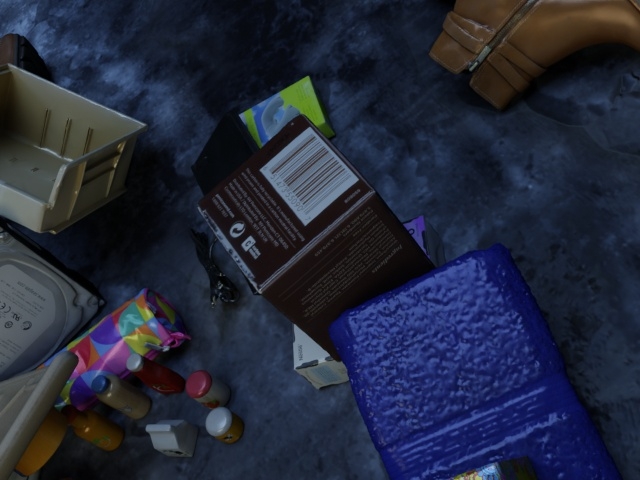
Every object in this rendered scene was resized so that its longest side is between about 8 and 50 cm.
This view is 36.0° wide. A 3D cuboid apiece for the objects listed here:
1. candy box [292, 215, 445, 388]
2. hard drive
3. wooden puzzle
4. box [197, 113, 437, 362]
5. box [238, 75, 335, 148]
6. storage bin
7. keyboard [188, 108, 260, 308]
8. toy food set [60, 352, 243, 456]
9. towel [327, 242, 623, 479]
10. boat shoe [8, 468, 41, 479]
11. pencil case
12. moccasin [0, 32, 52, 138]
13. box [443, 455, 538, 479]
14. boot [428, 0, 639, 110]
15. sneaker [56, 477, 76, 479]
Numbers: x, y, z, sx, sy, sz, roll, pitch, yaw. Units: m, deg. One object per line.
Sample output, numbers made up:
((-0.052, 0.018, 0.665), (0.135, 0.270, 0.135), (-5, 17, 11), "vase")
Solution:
((0.062, 0.080, 1.242), (0.196, 0.070, 0.165), (-19, 54, 20), "candy box")
((-0.511, 0.144, 1.431), (0.339, 0.237, 0.064), (-44, 46, -1), "hard drive")
((-0.443, 0.315, 1.249), (0.347, 0.080, 0.322), (-27, 30, 47), "wooden puzzle")
((0.000, 0.000, 1.147), (0.167, 0.203, 0.168), (-41, 49, 1), "box")
((-0.074, -0.162, 1.489), (0.178, 0.042, 0.109), (-28, 51, 12), "box")
((-0.450, -0.144, 1.496), (0.262, 0.260, 0.123), (25, 115, 9), "storage bin")
((-0.123, -0.032, 1.402), (0.202, 0.033, 0.317), (-55, 39, 22), "keyboard")
((-0.221, 0.216, 1.302), (0.232, 0.104, 0.111), (-5, 60, 28), "toy food set")
((0.163, 0.183, 1.058), (0.227, 0.076, 0.308), (-26, 76, 10), "towel")
((-0.481, 0.387, 1.369), (0.083, 0.076, 0.226), (25, 76, 38), "boat shoe")
((-0.299, 0.165, 1.387), (0.236, 0.104, 0.104), (-37, 50, 8), "pencil case")
((-0.558, -0.208, 1.752), (0.146, 0.139, 0.380), (-14, 65, 12), "moccasin")
((0.107, 0.385, 0.905), (0.279, 0.177, 0.290), (-25, 72, 16), "box")
((0.299, -0.257, 1.280), (0.283, 0.109, 0.220), (35, 108, 3), "boot")
((-0.326, 0.465, 1.218), (0.180, 0.124, 0.321), (-42, 39, 7), "sneaker")
